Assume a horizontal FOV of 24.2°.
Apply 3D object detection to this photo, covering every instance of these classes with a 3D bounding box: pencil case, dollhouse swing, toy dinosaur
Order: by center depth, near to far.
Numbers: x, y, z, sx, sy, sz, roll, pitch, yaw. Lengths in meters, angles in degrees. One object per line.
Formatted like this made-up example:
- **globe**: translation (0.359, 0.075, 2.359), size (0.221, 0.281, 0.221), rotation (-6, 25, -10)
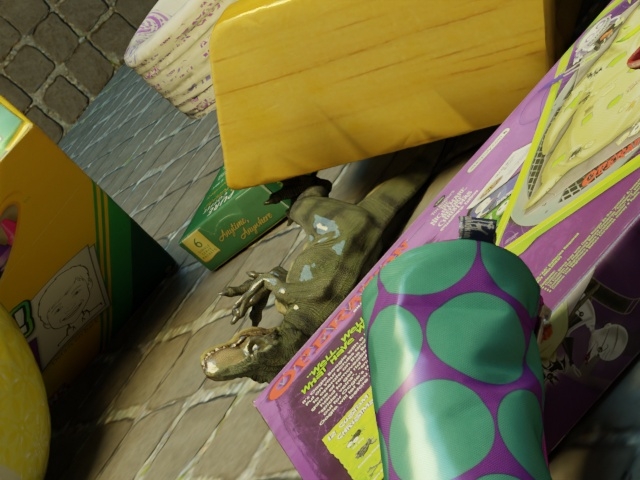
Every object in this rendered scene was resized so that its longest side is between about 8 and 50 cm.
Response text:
- **pencil case**: translation (0.054, 0.069, 0.509), size (0.064, 0.070, 0.152), rotation (91, 176, -50)
- **toy dinosaur**: translation (0.000, 0.000, 0.914), size (0.118, 0.064, 0.268), rotation (-5, 41, 49)
- **dollhouse swing**: translation (0.040, -0.274, 0.940), size (0.315, 0.305, 0.347), rotation (-13, 33, 29)

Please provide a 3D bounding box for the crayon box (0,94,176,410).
- **crayon box**: translation (-0.308, 0.080, 1.162), size (0.363, 0.106, 0.313), rotation (-50, -21, -6)

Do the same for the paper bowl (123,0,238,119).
- **paper bowl**: translation (-0.043, -0.229, 1.407), size (0.284, 0.148, 0.284), rotation (-43, 17, 16)

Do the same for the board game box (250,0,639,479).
- **board game box**: translation (0.115, -0.016, 0.670), size (0.347, 0.056, 0.208), rotation (-48, 20, -1)

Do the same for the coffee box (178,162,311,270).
- **coffee box**: translation (-0.040, -0.066, 1.207), size (0.113, 0.040, 0.184), rotation (-36, 19, 39)

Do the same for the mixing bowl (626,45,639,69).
- **mixing bowl**: translation (0.195, -0.070, 0.446), size (0.181, 0.098, 0.181), rotation (-38, 2, 2)

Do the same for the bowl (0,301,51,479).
- **bowl**: translation (-0.283, 0.176, 1.005), size (0.156, 0.289, 0.289), rotation (37, 83, 32)
